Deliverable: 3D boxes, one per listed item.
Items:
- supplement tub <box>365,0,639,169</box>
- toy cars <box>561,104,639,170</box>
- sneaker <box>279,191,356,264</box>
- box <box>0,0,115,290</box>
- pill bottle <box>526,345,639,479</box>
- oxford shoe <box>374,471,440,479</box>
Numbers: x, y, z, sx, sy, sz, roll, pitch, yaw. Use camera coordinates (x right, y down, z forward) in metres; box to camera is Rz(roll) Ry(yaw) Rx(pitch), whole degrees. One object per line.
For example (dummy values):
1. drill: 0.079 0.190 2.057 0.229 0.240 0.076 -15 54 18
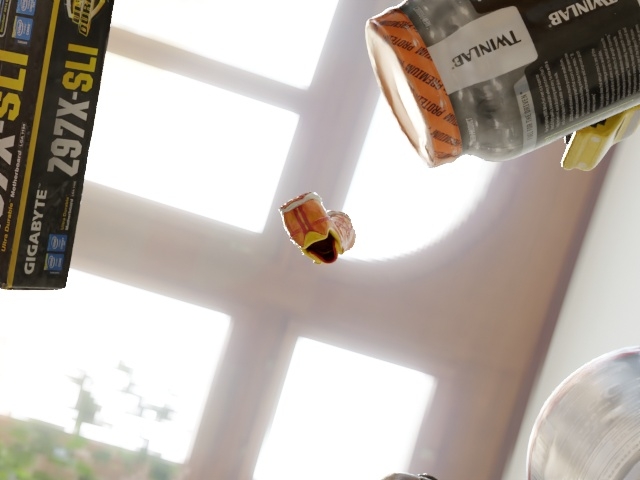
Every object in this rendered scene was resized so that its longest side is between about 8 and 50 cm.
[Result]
1. supplement tub: 0.215 -0.195 1.486 0.193 0.316 0.193 156 -90 -82
2. toy cars: 0.336 -0.189 1.726 0.393 0.087 0.176 -59 170 -66
3. sneaker: 0.000 0.000 1.701 0.067 0.064 0.175 68 14 15
4. box: -0.322 -0.132 1.527 0.257 0.079 0.322 16 -83 40
5. pill bottle: 0.225 0.166 0.931 0.283 0.161 0.161 -119 -132 -80
6. oxford shoe: 0.041 0.242 1.254 0.132 0.130 0.364 -58 173 2
